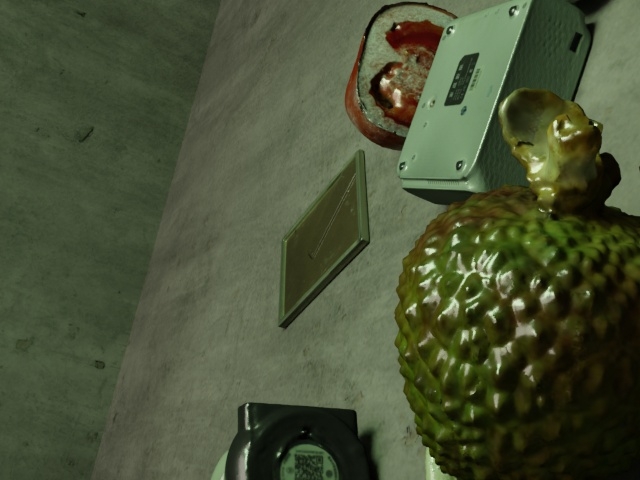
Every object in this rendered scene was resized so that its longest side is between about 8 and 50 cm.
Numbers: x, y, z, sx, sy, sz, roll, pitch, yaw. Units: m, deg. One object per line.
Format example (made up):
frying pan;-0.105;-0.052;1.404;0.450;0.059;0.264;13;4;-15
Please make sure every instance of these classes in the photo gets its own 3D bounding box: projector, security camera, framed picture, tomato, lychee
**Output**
projector;0.206;-0.168;1.033;0.198;0.108;0.251;13;84;68
security camera;-0.066;0.350;1.135;0.277;0.197;0.191;133;140;-54
framed picture;0.000;0.000;1.473;0.289;0.016;0.213;-48;31;41
tomato;0.126;-0.226;1.221;0.155;0.180;0.214;126;166;-74
lychee;0.187;0.065;0.698;0.320;0.270;0.270;-55;26;13

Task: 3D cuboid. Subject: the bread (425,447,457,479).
bread;0.154;0.232;0.821;0.036;0.112;0.193;-37;40;45

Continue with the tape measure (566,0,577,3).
tape measure;0.303;-0.423;1.007;0.258;0.130;0.265;-63;18;9
